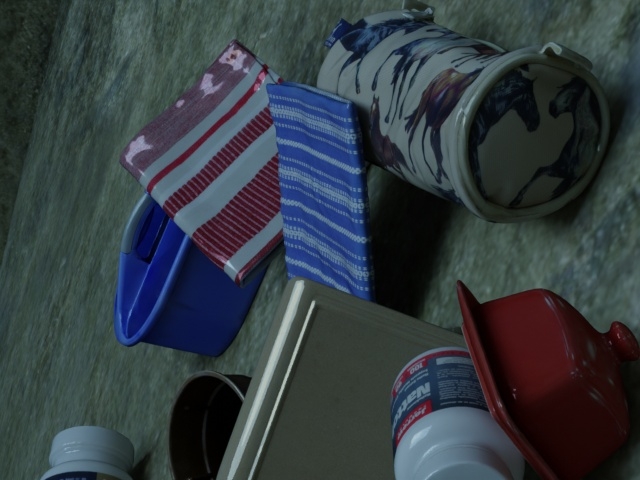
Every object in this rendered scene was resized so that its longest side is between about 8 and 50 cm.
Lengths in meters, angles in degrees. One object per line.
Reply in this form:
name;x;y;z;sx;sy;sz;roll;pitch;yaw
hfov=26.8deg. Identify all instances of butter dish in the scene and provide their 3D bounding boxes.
butter dish;0.194;0.103;1.058;0.118;0.160;0.160;-29;38;12

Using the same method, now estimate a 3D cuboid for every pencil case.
pencil case;0.130;-0.138;1.337;0.410;0.160;0.183;-143;63;-66

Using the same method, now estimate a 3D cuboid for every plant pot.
plant pot;-0.047;0.212;1.399;0.167;0.165;0.167;2;93;50

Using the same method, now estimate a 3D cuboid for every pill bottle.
pill bottle;0.113;0.172;1.111;0.108;0.108;0.180;-62;9;19
pill bottle;-0.342;0.413;1.946;0.153;0.153;0.265;-47;33;43

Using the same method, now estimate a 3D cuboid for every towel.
towel;-0.108;-0.109;1.748;0.237;0.037;0.329;-46;48;-1
towel;0.000;0.000;1.483;0.243;0.040;0.336;-149;51;-66

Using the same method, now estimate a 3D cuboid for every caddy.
caddy;-0.191;-0.001;1.909;0.341;0.179;0.241;-66;23;9

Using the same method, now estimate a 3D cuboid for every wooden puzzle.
wooden puzzle;0.043;0.173;1.254;0.044;0.238;0.221;21;-91;-77

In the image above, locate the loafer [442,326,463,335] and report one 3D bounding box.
loafer;0.104;0.110;1.335;0.148;0.056;0.050;-3;68;54
